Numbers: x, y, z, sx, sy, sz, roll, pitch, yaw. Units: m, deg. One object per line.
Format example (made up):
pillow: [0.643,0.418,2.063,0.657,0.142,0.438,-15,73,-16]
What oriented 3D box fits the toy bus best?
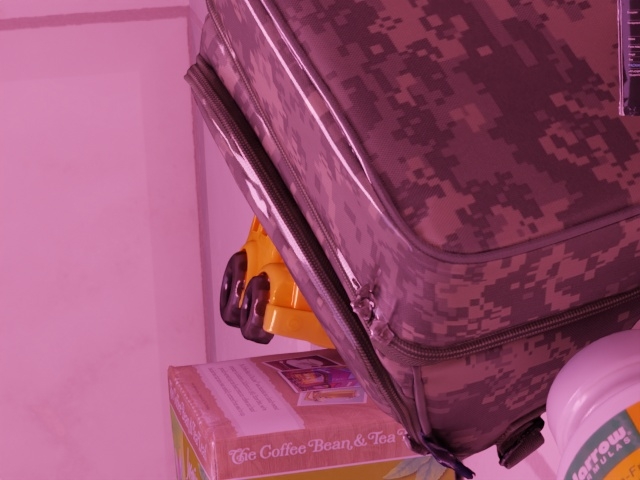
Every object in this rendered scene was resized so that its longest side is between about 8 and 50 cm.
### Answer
toy bus: [0.000,0.000,1.682,0.220,0.149,0.211,-151,71,-74]

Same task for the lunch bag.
lunch bag: [0.062,-0.046,0.972,0.305,0.212,0.256,60,160,25]

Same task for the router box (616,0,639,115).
router box: [0.170,-0.110,0.788,0.122,0.038,0.092,-26,-65,-62]

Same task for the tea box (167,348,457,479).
tea box: [-0.010,0.289,1.606,0.329,0.220,0.324,-151,57,-77]

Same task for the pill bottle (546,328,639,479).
pill bottle: [0.181,0.137,0.809,0.208,0.117,0.118,-110,18,-54]
